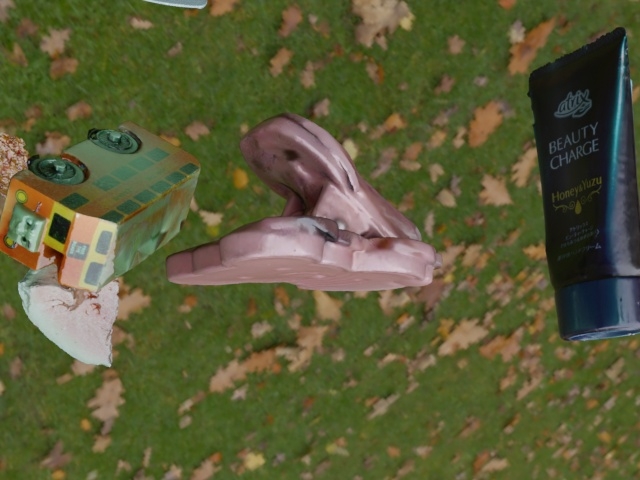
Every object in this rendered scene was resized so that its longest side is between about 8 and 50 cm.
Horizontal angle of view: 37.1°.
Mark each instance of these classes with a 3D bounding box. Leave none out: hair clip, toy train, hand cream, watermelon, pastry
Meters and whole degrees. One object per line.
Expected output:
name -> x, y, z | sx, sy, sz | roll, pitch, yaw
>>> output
hair clip -> -0.004, 0.010, 0.536 | 0.138, 0.123, 0.102 | 44, 59, -26
toy train -> -0.168, -0.034, 0.756 | 0.188, 0.099, 0.072 | -45, 158, -59
hand cream -> 0.244, -0.047, 0.862 | 0.061, 0.271, 0.120 | 8, 163, -31
watermelon -> -0.256, 0.065, 0.997 | 0.101, 0.080, 0.155 | -30, 133, -36
pastry -> -0.519, -0.115, 1.595 | 0.087, 0.063, 0.169 | 0, 155, -1

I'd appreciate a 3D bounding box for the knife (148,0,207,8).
knife -> -0.306, -0.376, 1.265 | 0.080, 0.331, 0.044 | -52, 168, -40
